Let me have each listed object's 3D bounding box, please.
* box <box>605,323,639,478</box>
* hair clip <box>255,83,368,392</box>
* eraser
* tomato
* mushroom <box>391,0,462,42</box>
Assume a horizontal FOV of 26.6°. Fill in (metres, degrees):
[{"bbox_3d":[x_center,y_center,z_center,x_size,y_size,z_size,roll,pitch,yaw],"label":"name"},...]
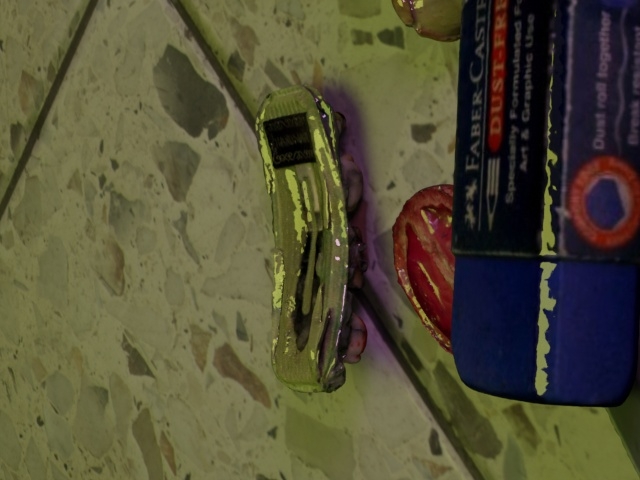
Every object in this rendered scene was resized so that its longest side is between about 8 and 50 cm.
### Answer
[{"bbox_3d":[0.312,-0.022,0.953,0.397,0.111,0.396,-110,34,-40],"label":"box"},{"bbox_3d":[0.001,-0.001,1.436,0.138,0.091,0.322,-5,86,59],"label":"hair clip"},{"bbox_3d":[0.169,-0.048,1.010,0.155,0.101,0.332,-179,92,-65],"label":"eraser"},{"bbox_3d":[0.154,0.021,1.244,0.173,0.099,0.189,63,151,8],"label":"tomato"},{"bbox_3d":[0.148,-0.228,1.177,0.212,0.097,0.088,-11,104,51],"label":"mushroom"}]
